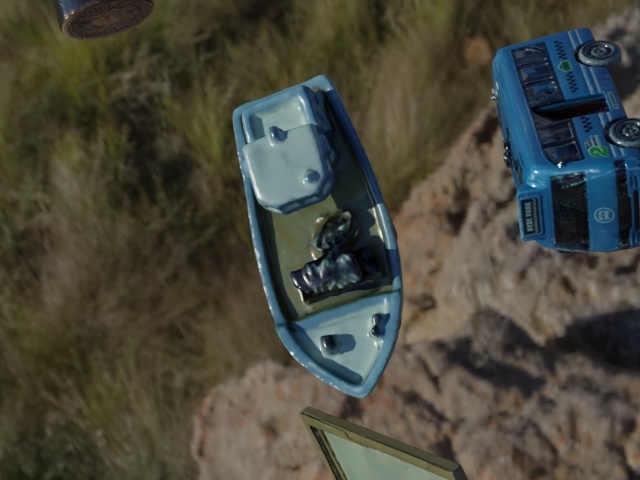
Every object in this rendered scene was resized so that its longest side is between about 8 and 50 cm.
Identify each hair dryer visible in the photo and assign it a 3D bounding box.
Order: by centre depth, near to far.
[{"bbox_3d":[-0.257,-0.352,1.579,0.107,0.352,0.189,-17,76,-3],"label":"hair dryer"}]

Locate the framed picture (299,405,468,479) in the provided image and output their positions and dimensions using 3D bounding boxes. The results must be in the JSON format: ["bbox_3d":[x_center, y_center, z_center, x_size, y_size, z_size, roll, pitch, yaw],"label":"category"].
[{"bbox_3d":[0.060,0.176,0.964,0.010,0.136,0.201,-32,16,-20],"label":"framed picture"}]

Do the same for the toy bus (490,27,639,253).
[{"bbox_3d":[0.243,-0.096,1.525,0.134,0.113,0.246,-9,39,3],"label":"toy bus"}]

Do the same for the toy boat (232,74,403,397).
[{"bbox_3d":[0.000,0.000,1.569,0.145,0.133,0.332,-19,78,12],"label":"toy boat"}]
